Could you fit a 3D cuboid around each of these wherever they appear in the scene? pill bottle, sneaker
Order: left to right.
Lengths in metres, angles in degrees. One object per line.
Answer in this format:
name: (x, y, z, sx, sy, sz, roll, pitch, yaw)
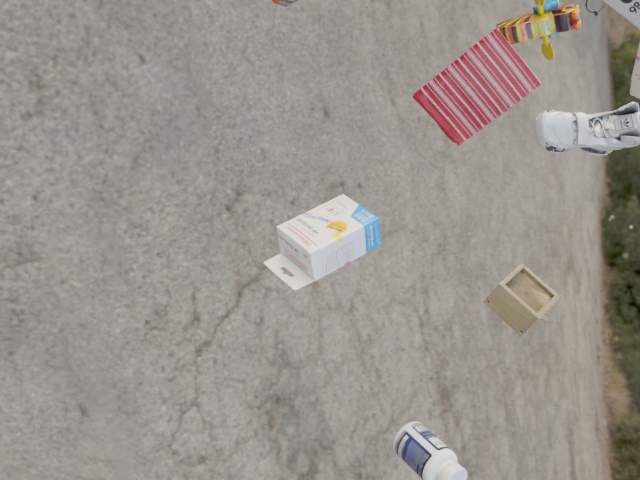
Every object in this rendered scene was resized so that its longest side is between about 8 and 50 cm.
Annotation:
pill bottle: (0.252, 0.500, 1.487, 0.094, 0.169, 0.094, -15, 119, -29)
sneaker: (0.821, -0.342, 1.943, 0.366, 0.210, 0.137, 3, 80, -32)

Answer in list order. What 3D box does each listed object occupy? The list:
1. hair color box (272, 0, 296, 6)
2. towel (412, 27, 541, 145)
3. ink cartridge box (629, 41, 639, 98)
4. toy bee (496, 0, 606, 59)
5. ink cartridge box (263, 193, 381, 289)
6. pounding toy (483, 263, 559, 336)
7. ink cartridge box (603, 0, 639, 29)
hair color box: (-0.036, -0.553, 1.388, 0.043, 0.141, 0.072, 68, 23, -5)
towel: (0.403, -0.393, 1.697, 0.199, 0.275, 0.031, 42, 30, -21)
ink cartridge box: (0.831, -0.429, 1.573, 0.067, 0.115, 0.198, -28, 137, -18)
toy bee: (0.639, -0.613, 1.779, 0.195, 0.298, 0.162, 46, 22, -20)
ink cartridge box: (0.000, 0.000, 1.094, 0.181, 0.104, 0.061, -28, 131, -25)
pounding toy: (0.454, 0.139, 1.449, 0.130, 0.100, 0.141, 44, 46, 16)
ink cartridge box: (0.443, -0.435, 0.963, 0.333, 0.065, 0.165, 40, 65, 2)
